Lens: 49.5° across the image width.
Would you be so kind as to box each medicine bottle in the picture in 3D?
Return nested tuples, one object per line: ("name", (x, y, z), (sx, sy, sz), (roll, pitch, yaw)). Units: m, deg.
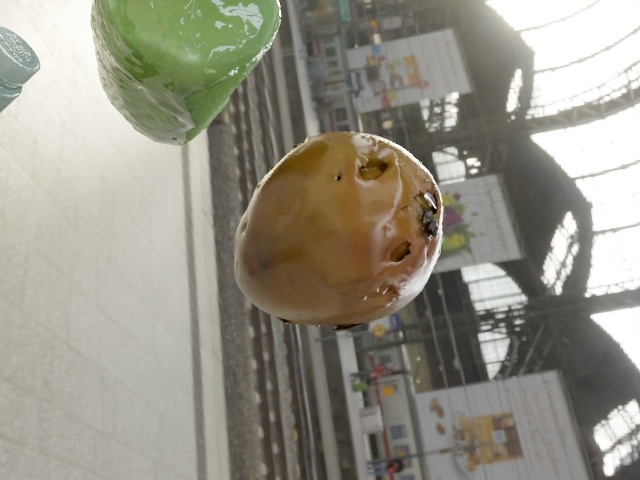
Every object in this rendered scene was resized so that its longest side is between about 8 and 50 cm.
("medicine bottle", (-0.247, -0.113, 0.503), (0.047, 0.083, 0.047), (49, 17, -20))

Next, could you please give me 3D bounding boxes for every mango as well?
("mango", (0.000, 0.000, 0.583), (0.248, 0.151, 0.156), (-23, -94, 64))

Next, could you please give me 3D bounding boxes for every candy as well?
("candy", (-0.141, -0.180, 0.673), (0.142, 0.132, 0.343), (53, -14, -11))
